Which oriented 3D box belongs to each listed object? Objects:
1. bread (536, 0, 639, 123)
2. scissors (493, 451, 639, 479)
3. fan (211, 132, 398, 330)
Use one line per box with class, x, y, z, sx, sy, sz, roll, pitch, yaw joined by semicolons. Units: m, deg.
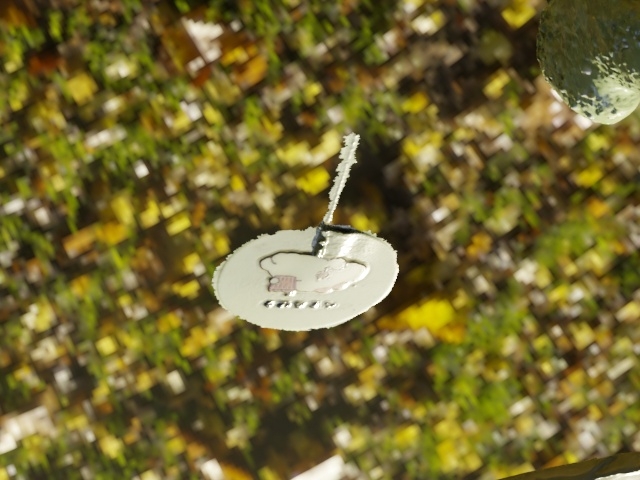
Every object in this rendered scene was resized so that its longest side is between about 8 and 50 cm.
bread;0.231;-0.180;1.566;0.064;0.232;0.172;-17;94;-20
scissors;0.098;0.075;0.612;0.300;0.022;0.109;-12;149;-1
fan;0.000;0.001;1.916;0.191;0.009;0.329;3;143;-14
